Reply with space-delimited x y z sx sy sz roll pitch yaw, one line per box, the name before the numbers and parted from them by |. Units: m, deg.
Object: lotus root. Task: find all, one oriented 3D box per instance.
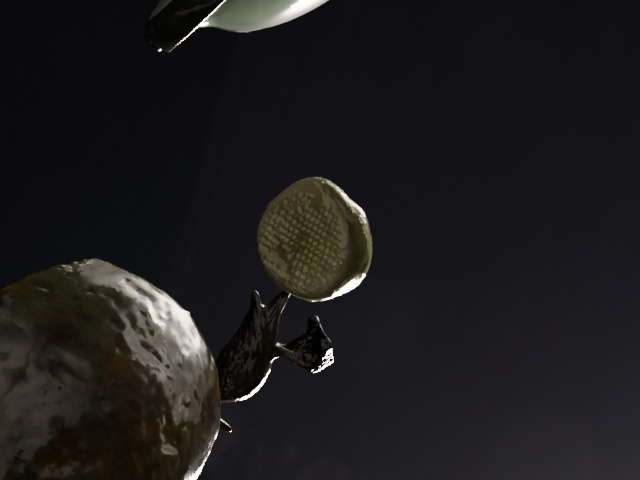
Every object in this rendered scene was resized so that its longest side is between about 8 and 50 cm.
lotus root | -0.208 0.138 1.504 0.210 0.142 0.314 27 -142 17

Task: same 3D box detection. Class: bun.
bun | 0.000 0.000 1.316 0.086 0.086 0.055 23 -165 27

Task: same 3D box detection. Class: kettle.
kettle | -0.057 -0.247 1.592 0.161 0.221 0.236 44 158 -11

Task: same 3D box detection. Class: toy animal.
toy animal | -0.066 0.111 1.766 0.105 0.202 0.070 52 -174 -17
